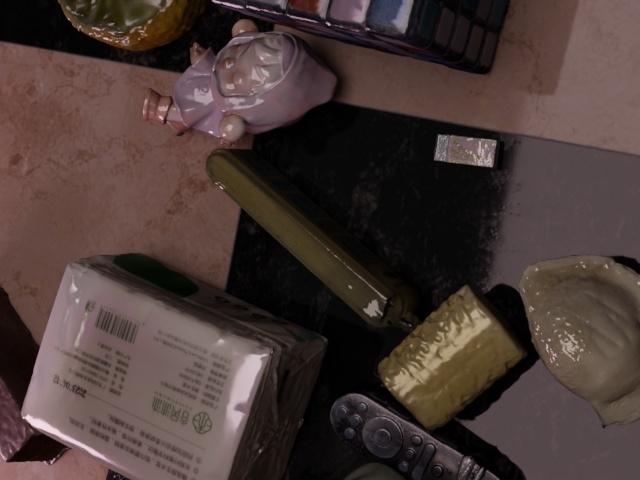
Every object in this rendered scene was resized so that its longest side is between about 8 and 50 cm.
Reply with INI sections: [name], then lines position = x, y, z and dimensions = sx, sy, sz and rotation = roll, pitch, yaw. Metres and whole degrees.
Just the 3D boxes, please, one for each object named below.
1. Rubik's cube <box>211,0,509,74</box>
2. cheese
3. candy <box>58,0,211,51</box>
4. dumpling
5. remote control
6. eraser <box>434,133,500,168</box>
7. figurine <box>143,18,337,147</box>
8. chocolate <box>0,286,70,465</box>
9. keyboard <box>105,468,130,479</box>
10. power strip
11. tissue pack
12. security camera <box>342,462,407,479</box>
[Rubik's cube]
position = 0.074, -0.386, 1.741
dimensions = 0.287, 0.293, 0.291
rotation = 16, 98, 25
[cheese]
position = 0.166, 0.150, 1.777
dimensions = 0.167, 0.094, 0.123
rotation = -43, 94, 8
[candy]
position = -0.266, -0.399, 2.008
dimensions = 0.260, 0.118, 0.259
rotation = 2, 94, 23
[dumpling]
position = 0.343, 0.108, 1.699
dimensions = 0.166, 0.126, 0.215
rotation = -34, 71, 5
[remote control]
position = 0.136, 0.276, 1.832
dimensions = 0.266, 0.066, 0.090
rotation = 31, 116, 19
[eraser]
position = 0.191, -0.117, 1.828
dimensions = 0.083, 0.019, 0.038
rotation = 10, 95, 26
[figurine]
position = -0.113, -0.204, 1.917
dimensions = 0.276, 0.133, 0.200
rotation = -13, 54, 29
[chocolate]
position = -0.483, 0.194, 2.099
dimensions = 0.112, 0.112, 0.321
rotation = -43, 72, 22
[keyboard]
position = -0.299, 0.387, 2.059
dimensions = 0.061, 0.013, 0.204
rotation = 20, 97, 24
[power strip]
position = 0.000, 0.000, 1.878
dimensions = 0.387, 0.092, 0.066
rotation = 42, 109, 20
[tissue pack]
position = -0.204, 0.192, 1.918
dimensions = 0.357, 0.194, 0.266
rotation = 23, 99, 26
[security camera]
position = 0.130, 0.425, 1.818
dimensions = 0.301, 0.080, 0.157
rotation = 46, 124, 7
